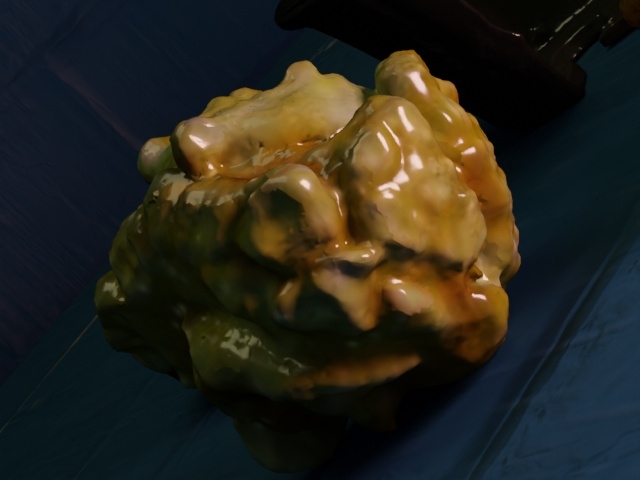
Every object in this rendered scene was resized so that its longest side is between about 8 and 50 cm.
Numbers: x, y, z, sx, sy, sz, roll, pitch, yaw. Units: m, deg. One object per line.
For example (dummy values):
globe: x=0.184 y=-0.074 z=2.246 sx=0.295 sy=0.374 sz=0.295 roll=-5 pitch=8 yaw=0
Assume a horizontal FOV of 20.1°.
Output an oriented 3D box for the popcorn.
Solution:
popcorn: x=-0.003 y=0.002 z=1.331 sx=0.279 sy=0.274 sz=0.335 roll=-47 pitch=10 yaw=-21

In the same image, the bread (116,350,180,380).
bread: x=-0.073 y=0.011 z=1.835 sx=0.312 sy=0.172 sz=0.312 roll=-46 pitch=15 yaw=15

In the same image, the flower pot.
flower pot: x=0.168 y=-0.264 z=1.700 sx=0.379 sy=0.251 sz=0.379 roll=-45 pitch=12 yaw=13

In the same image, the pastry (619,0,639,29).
pastry: x=0.295 y=-0.238 z=1.350 sx=0.189 sy=0.103 sz=0.188 roll=-20 pitch=-18 yaw=-7
